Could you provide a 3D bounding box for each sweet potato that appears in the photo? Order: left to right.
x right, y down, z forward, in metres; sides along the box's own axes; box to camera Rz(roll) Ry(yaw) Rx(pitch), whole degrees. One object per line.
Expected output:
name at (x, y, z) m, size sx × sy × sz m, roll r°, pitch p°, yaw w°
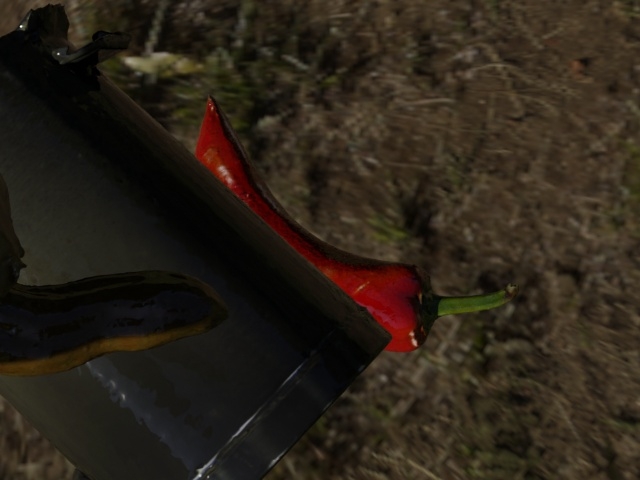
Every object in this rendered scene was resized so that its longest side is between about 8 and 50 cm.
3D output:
sweet potato at (-0.134, 0.038, 0.755) m, size 0.182 × 0.054 × 0.053 m, roll 4°, pitch 137°, yaw -10°

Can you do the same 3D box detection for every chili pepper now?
chili pepper at (-0.007, 0.003, 1.460) m, size 0.368 × 0.092 × 0.137 m, roll 33°, pitch 90°, yaw 24°

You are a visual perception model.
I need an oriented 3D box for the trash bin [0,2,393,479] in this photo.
trash bin at (-0.131, 0.034, 1.034) m, size 0.301 × 0.203 × 0.252 m, roll 43°, pitch 105°, yaw 3°

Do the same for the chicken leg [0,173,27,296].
chicken leg at (-0.159, -0.062, 0.507) m, size 0.069 × 0.085 × 0.198 m, roll -27°, pitch 117°, yaw -11°
